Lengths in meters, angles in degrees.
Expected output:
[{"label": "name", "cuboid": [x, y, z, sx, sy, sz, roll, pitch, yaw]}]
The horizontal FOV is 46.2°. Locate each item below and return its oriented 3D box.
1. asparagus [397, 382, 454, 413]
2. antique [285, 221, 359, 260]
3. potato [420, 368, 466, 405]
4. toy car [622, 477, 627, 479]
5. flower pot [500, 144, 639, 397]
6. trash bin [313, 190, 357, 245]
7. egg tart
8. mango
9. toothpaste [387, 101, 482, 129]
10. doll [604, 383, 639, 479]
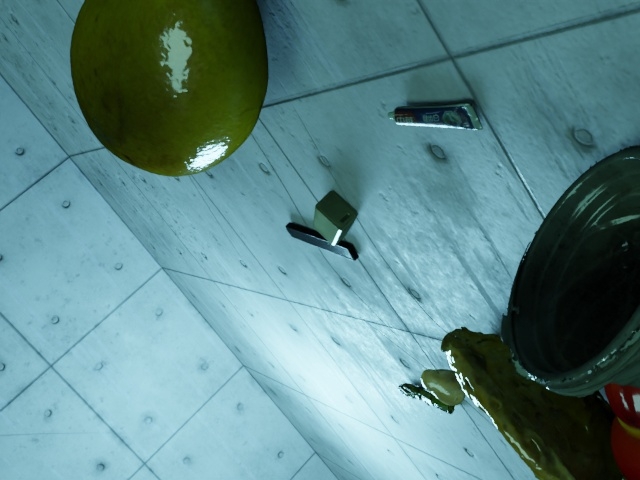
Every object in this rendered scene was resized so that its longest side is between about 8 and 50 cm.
[{"label": "asparagus", "cuboid": [0.211, 0.317, 1.526, 0.036, 0.030, 0.165, 26, 171, -30]}, {"label": "antique", "cuboid": [0.000, 0.000, 1.366, 0.192, 0.015, 0.031, 20, 146, 49]}, {"label": "potato", "cuboid": [0.222, 0.262, 1.357, 0.083, 0.062, 0.068, 15, 126, 2]}, {"label": "toy car", "cuboid": [0.436, 0.344, 1.128, 0.122, 0.035, 0.059, 50, 161, 14]}, {"label": "flower pot", "cuboid": [0.283, 0.046, 0.659, 0.140, 0.236, 0.235, 27, 162, -10]}, {"label": "trash bin", "cuboid": [0.020, -0.032, 1.228, 0.061, 0.043, 0.092, 43, 161, 9]}, {"label": "egg tart", "cuboid": [0.295, 0.223, 0.963, 0.341, 0.129, 0.341, 50, -176, -5]}, {"label": "mango", "cuboid": [-0.205, -0.250, 1.036, 0.301, 0.220, 0.445, 53, 150, 0]}, {"label": "toothpaste", "cuboid": [0.124, -0.142, 0.852, 0.140, 0.021, 0.037, 13, 143, 52]}, {"label": "doll", "cuboid": [0.405, 0.228, 0.790, 0.363, 0.160, 0.182, 51, 163, -11]}]
